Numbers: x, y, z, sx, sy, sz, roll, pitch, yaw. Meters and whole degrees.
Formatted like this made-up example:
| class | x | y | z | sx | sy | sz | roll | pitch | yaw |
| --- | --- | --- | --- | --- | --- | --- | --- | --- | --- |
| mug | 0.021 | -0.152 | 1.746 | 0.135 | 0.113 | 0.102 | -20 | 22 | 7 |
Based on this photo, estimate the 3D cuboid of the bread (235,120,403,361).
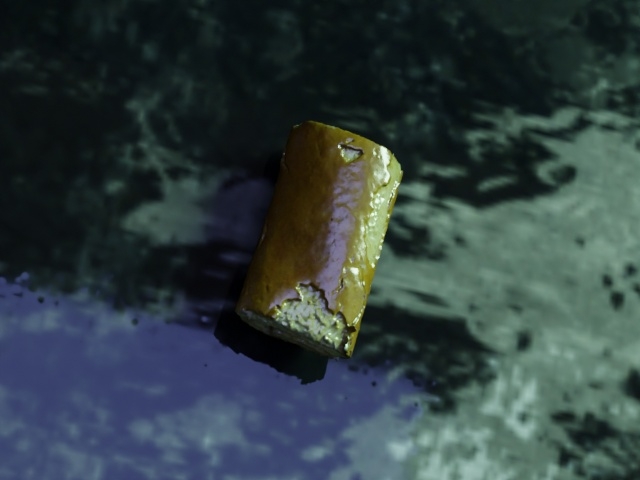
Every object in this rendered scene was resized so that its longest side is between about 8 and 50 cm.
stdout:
| class | x | y | z | sx | sy | sz | roll | pitch | yaw |
| --- | --- | --- | --- | --- | --- | --- | --- | --- | --- |
| bread | 0.000 | 0.000 | 0.747 | 0.047 | 0.036 | 0.083 | 17 | 72 | -1 |
